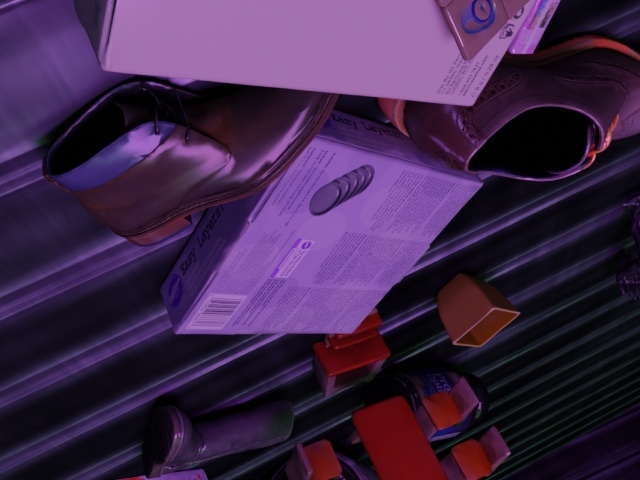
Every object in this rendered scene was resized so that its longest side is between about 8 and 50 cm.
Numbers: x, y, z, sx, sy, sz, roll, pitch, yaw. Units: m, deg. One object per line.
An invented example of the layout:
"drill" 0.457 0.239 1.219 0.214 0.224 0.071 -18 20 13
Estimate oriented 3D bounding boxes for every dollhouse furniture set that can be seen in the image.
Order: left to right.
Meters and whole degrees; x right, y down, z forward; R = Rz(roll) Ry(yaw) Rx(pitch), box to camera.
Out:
"dollhouse furniture set" 0.082 0.233 0.833 0.262 0.259 0.135 -14 146 -23

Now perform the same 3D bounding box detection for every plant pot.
"plant pot" 0.216 0.093 0.910 0.081 0.083 0.081 15 127 -46

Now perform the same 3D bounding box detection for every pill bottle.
"pill bottle" 0.191 0.284 1.102 0.219 0.123 0.123 5 133 -41

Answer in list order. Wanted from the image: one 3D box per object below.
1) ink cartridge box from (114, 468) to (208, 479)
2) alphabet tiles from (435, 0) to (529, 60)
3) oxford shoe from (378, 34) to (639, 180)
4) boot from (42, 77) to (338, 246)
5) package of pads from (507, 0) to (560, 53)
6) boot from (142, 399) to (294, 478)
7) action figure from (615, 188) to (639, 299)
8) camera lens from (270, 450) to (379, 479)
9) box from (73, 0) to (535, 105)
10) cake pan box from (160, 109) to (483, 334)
"ink cartridge box" -0.284 0.419 0.993 0.179 0.045 0.145 10 129 -47
"alphabet tiles" 0.098 -0.255 0.342 0.198 0.009 0.237 -46 127 -10
"oxford shoe" 0.231 -0.111 0.614 0.363 0.133 0.130 -9 140 -29
"boot" -0.092 -0.078 0.463 0.219 0.082 0.106 -35 148 11
"package of pads" 0.171 -0.203 0.526 0.032 0.050 0.083 -9 140 -25
"boot" -0.129 0.262 0.878 0.208 0.076 0.189 -1 151 -26
"action figure" 0.549 -0.007 0.983 0.164 0.141 0.276 -18 147 3
"camera lens" 0.031 0.524 1.204 0.219 0.219 0.274 -33 146 5
"box" -0.005 -0.160 0.398 0.275 0.113 0.094 -4 138 -35
"cake pan box" 0.000 0.000 0.646 0.245 0.070 0.267 7 131 -39
